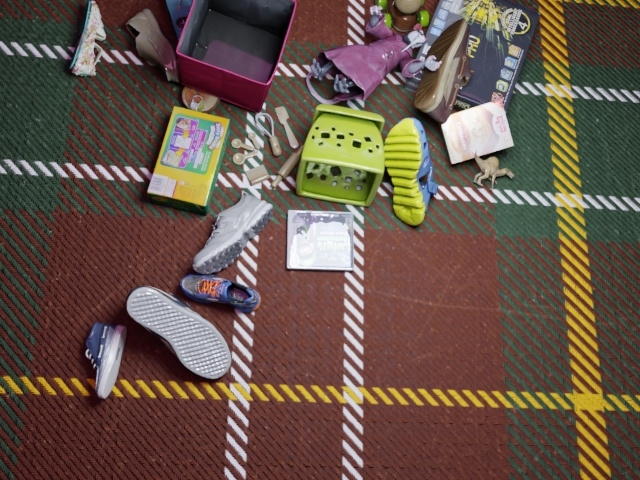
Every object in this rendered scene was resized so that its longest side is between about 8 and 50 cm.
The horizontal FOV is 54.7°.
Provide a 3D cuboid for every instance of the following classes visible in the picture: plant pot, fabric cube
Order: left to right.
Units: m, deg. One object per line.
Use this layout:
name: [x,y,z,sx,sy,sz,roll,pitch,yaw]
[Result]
fabric cube: [-0.234,-0.541,1.716,0.258,0.258,0.254,19,82,-8]
plant pot: [0.061,-0.245,1.736,0.228,0.227,0.207,10,67,-2]

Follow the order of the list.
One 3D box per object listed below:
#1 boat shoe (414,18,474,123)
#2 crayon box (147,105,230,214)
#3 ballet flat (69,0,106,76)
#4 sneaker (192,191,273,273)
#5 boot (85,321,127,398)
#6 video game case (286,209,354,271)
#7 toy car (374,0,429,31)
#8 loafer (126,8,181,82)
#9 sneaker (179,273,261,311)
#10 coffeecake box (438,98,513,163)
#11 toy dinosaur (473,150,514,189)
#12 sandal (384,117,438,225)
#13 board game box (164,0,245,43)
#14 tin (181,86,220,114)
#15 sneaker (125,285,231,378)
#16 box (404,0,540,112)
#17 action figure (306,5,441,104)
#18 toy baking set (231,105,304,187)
boat shoe: [0.381,-0.494,1.818,0.123,0.123,0.342,33,63,-27]
crayon box: [-0.367,-0.227,1.754,0.165,0.081,0.279,13,73,-2]
ballet flat: [-0.682,-0.592,1.839,0.077,0.091,0.241,17,75,-33]
sneaker: [-0.258,-0.020,1.707,0.115,0.105,0.281,35,62,17]
boot: [-0.564,0.306,1.590,0.086,0.069,0.190,8,65,4]
video game case: [0.000,0.000,1.757,0.190,0.022,0.173,2,74,-6]
toy car: [0.268,-0.758,1.921,0.154,0.188,0.149,-8,75,-9]
loafer: [-0.493,-0.566,1.836,0.092,0.102,0.269,-27,69,-11]
sneaker: [-0.267,0.130,1.657,0.221,0.087,0.083,11,72,-3]
coffeecake box: [0.457,-0.320,1.830,0.185,0.068,0.143,-16,95,7]
toy dinosaur: [0.490,-0.208,1.833,0.183,0.053,0.093,20,103,-32]
sandal: [0.262,-0.205,1.740,0.126,0.318,0.138,22,48,34]
board game box: [-0.357,-0.767,1.915,0.253,0.079,0.336,-17,76,-11]
tin: [-0.338,-0.459,1.849,0.106,0.040,0.190,25,73,6]
sneaker: [-0.365,0.226,1.609,0.126,0.127,0.321,-47,108,-10]
box: [0.479,-0.597,1.945,0.318,0.097,0.395,23,74,3]
action figure: [0.177,-0.523,1.832,0.370,0.276,0.248,-31,85,-22]
toy baking set: [-0.146,-0.278,1.819,0.196,0.030,0.256,39,74,6]
